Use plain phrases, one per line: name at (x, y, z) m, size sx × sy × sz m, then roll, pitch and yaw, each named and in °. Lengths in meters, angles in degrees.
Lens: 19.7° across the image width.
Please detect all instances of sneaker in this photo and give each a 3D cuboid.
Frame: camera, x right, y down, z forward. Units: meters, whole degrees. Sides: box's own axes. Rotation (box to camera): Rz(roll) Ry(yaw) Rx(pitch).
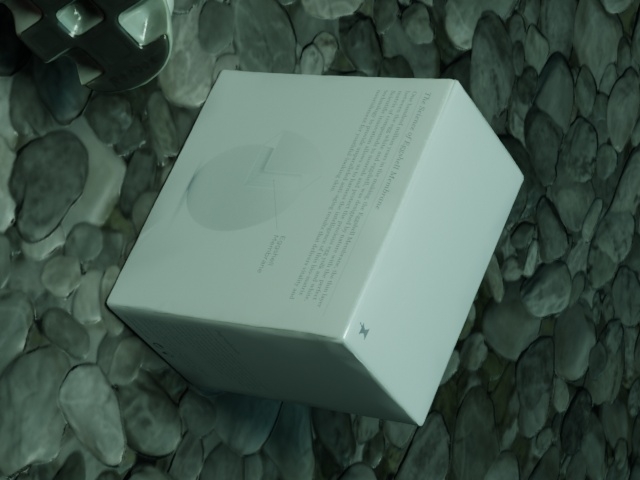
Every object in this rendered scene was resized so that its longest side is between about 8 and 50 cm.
sneaker at (-0.213, -0.252, 1.191) m, size 0.330 × 0.122 × 0.146 m, roll 50°, pitch 31°, yaw -34°

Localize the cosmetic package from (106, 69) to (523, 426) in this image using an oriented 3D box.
cosmetic package at (0.000, 0.000, 1.393) m, size 0.138 × 0.225 × 0.224 m, roll 48°, pitch 58°, yaw -44°
